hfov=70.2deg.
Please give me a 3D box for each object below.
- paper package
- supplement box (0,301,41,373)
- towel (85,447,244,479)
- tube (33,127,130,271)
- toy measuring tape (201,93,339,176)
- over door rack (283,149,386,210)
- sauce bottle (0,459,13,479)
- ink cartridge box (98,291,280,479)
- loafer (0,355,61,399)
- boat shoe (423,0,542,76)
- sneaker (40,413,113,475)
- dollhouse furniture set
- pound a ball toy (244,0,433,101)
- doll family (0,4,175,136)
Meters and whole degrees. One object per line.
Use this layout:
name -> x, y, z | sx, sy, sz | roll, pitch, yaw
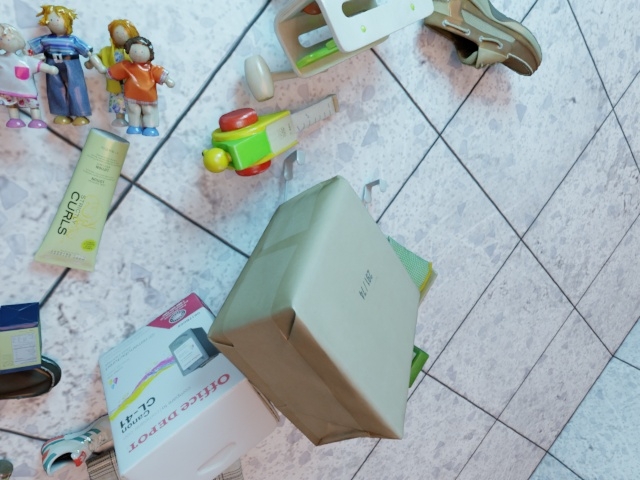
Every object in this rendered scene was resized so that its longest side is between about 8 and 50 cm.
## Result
paper package -> 0.021, 0.115, 0.760 | 0.309, 0.168, 0.325 | 53, 35, -24
supplement box -> -0.492, 0.158, 0.746 | 0.056, 0.083, 0.083 | -3, 109, -29
towel -> -0.326, 0.557, 1.014 | 0.312, 0.056, 0.325 | -13, 115, -26
tube -> -0.382, -0.061, 0.747 | 0.070, 0.062, 0.240 | 27, 101, 5
toy measuring tape -> -0.098, -0.207, 0.852 | 0.330, 0.121, 0.122 | -41, 127, -39
over door rack -> 0.000, 0.000, 0.976 | 0.239, 0.108, 0.325 | 12, 88, -33
sauce bottle -> -0.604, 0.462, 0.823 | 0.042, 0.042, 0.128 | 27, 95, -35
ink cartridge box -> -0.241, 0.257, 0.796 | 0.226, 0.306, 0.131 | -36, 123, -15
loafer -> -0.549, 0.235, 0.745 | 0.220, 0.078, 0.080 | 10, 103, -33
boat shoe -> 0.350, -0.443, 1.005 | 0.323, 0.122, 0.120 | 22, 101, -26
sneaker -> -0.443, 0.393, 0.869 | 0.161, 0.075, 0.057 | -16, 116, -24
dollhouse furniture set -> 0.189, 0.173, 1.113 | 0.197, 0.151, 0.302 | 29, 92, -35
pound a ball toy -> 0.018, -0.384, 0.803 | 0.319, 0.208, 0.136 | -38, 109, -33
doll family -> -0.349, -0.254, 0.675 | 0.262, 0.118, 0.163 | 1, 115, -12
